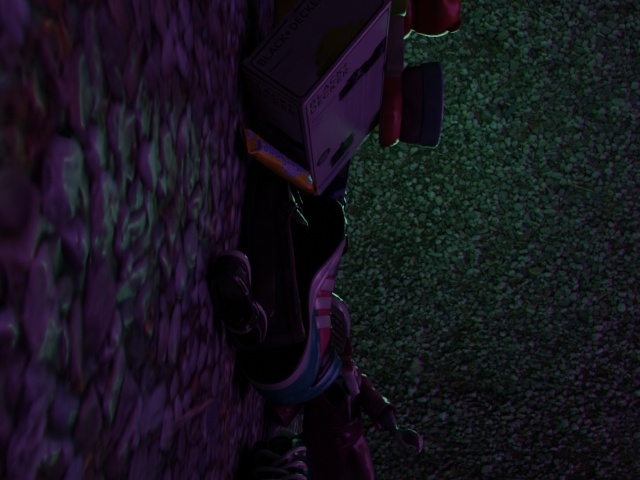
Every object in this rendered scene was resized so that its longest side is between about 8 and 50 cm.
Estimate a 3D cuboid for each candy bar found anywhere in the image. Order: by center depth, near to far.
[{"bbox_3d":[-0.048,-0.092,0.783,0.161,0.018,0.040,28,36,-58],"label":"candy bar"}]

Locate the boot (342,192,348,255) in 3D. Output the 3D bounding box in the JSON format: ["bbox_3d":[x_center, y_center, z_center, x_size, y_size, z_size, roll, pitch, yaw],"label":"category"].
[{"bbox_3d":[0.005,-0.039,1.280,0.246,0.083,0.161,139,-43,-67],"label":"boot"}]

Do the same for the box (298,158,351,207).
[{"bbox_3d":[-0.008,-0.064,1.133,0.159,0.044,0.233,177,-77,-70],"label":"box"}]

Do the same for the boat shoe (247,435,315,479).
[{"bbox_3d":[-0.056,0.316,0.823,0.340,0.127,0.158,105,-17,-66],"label":"boat shoe"}]

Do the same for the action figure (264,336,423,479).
[{"bbox_3d":[0.034,0.312,1.154,0.276,0.248,0.370,-82,177,-65],"label":"action figure"}]

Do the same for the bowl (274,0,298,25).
[{"bbox_3d":[0.018,-0.312,1.097,0.289,0.156,0.290,3,90,-86],"label":"bowl"}]

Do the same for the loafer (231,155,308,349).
[{"bbox_3d":[-0.049,0.008,0.805,0.096,0.084,0.268,84,9,-57],"label":"loafer"}]

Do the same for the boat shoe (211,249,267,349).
[{"bbox_3d":[-0.080,0.067,0.654,0.038,0.046,0.125,-83,172,-51],"label":"boat shoe"}]

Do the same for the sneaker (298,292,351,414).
[{"bbox_3d":[-0.017,0.180,1.234,0.127,0.126,0.321,-77,-179,-47],"label":"sneaker"}]

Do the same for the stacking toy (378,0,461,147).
[{"bbox_3d":[0.157,-0.304,0.998,0.279,0.130,0.309,81,11,-77],"label":"stacking toy"}]

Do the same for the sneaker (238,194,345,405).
[{"bbox_3d":[-0.022,0.097,0.916,0.178,0.123,0.296,82,21,-52],"label":"sneaker"}]

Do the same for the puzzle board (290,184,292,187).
[{"bbox_3d":[-0.050,-0.173,1.298,0.096,0.011,0.128,-84,175,-46],"label":"puzzle board"}]

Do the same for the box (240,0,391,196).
[{"bbox_3d":[0.001,-0.183,0.860,0.169,0.087,0.290,-51,167,-13],"label":"box"}]
